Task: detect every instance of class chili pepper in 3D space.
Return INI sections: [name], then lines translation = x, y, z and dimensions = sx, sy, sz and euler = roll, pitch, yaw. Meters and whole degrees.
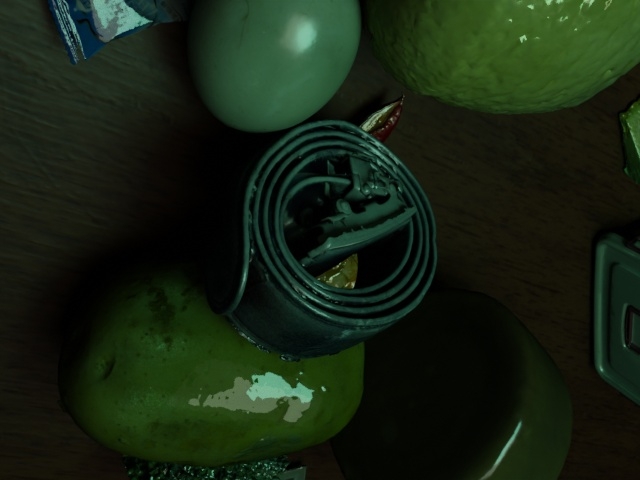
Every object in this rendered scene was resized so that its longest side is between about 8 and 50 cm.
[chili pepper]
translation = -0.004, -0.061, 0.977
dimensions = 0.059, 0.050, 0.268
euler = 44, 91, 5

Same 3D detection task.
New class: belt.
[belt]
translation = 0.000, 0.000, 0.839
dimensions = 0.116, 0.206, 0.267
euler = -35, -177, 43

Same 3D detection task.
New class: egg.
[egg]
translation = -0.044, -0.180, 0.808
dimensions = 0.149, 0.149, 0.192
euler = 2, 146, -30

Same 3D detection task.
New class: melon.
[melon]
translation = 0.470, -0.196, 1.165
dimensions = 0.114, 0.053, 0.261
euler = 34, 96, -20

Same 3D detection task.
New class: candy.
[candy]
translation = -0.172, -0.219, 0.793
dimensions = 0.136, 0.038, 0.088
euler = -26, 115, -21

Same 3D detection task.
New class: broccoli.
[broccoli]
translation = -0.131, 0.258, 1.064
dimensions = 0.219, 0.194, 0.194
euler = -47, 134, -25

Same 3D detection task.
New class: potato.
[potato]
translation = -0.108, 0.121, 0.910
dimensions = 0.304, 0.216, 0.215
euler = 3, 121, 0

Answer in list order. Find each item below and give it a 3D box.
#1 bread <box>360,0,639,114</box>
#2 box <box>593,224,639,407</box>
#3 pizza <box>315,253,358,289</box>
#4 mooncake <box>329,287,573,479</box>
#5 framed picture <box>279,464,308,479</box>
[bread]
translation = 0.171, -0.266, 0.783
dimensions = 0.237, 0.320, 0.320
euler = 20, 108, -33
[box]
translation = 0.509, 0.101, 1.275
dimensions = 0.167, 0.193, 0.294
euler = -28, 128, -22
[pizza]
translation = -0.005, 0.077, 1.052
dimensions = 0.182, 0.062, 0.161
euler = -47, 131, 3
[mooncake]
translation = 0.154, 0.207, 1.074
dimensions = 0.284, 0.284, 0.155
euler = -49, 130, 6
[framed picture]
translation = -0.164, 0.413, 1.202
dimensions = 0.293, 0.018, 0.231
euler = -7, 121, -25
